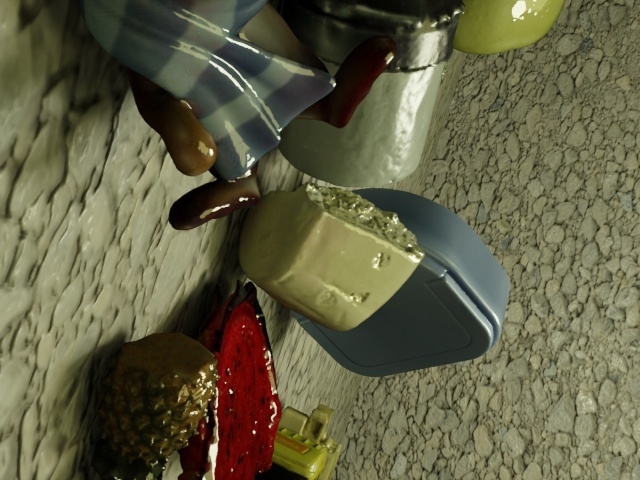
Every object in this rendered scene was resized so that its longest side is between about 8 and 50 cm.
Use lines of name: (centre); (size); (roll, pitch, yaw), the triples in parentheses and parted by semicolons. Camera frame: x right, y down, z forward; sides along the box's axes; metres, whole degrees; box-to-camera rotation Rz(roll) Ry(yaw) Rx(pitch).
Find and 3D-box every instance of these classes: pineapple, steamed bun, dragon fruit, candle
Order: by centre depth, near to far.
pineapple: (-0.187, 0.221, 0.712); (0.125, 0.125, 0.251); (-31, 141, -71)
candle: (0.051, -0.200, 0.904); (0.221, 0.222, 0.342); (-58, 161, -48)
dragon fruit: (-0.128, 0.195, 0.918); (0.343, 0.100, 0.281); (55, 39, -74)
steamed bun: (0.000, 0.000, 0.960); (0.200, 0.170, 0.226); (-46, 129, 9)

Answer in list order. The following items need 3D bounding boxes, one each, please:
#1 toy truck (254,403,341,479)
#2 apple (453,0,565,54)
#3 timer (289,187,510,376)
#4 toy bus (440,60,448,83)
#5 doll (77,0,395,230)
toy truck: (-0.063, 0.462, 1.373); (0.405, 0.181, 0.253); (41, 69, -77)
apple: (0.358, -0.579, 1.436); (0.357, 0.358, 0.356); (17, 90, -77)
timer: (0.110, 0.059, 1.207); (0.394, 0.395, 0.173); (93, 19, -47)
toy bus: (0.147, -0.328, 1.300); (0.152, 0.144, 0.330); (92, 21, -45)
doll: (-0.057, -0.192, 0.481); (0.339, 0.209, 0.317); (75, 32, -63)
